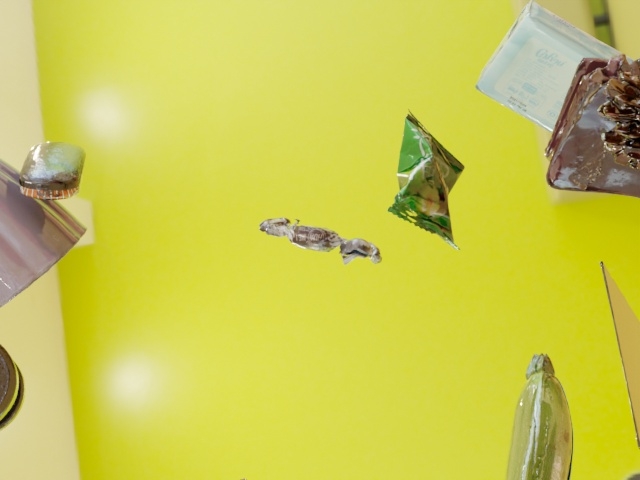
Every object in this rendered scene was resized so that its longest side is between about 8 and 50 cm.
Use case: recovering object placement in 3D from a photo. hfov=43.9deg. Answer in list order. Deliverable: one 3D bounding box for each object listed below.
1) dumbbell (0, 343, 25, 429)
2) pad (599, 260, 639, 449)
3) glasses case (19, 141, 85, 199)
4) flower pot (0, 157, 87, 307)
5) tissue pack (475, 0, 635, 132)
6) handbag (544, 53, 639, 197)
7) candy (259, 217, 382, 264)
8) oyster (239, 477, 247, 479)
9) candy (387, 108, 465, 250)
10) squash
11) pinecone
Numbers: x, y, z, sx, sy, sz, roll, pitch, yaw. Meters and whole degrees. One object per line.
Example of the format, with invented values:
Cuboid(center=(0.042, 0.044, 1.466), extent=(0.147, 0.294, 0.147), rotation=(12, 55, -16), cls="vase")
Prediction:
Cuboid(center=(-0.724, 0.304, 1.638), extent=(0.322, 0.204, 0.203), rotation=(138, 126, -68), cls="dumbbell")
Cuboid(center=(0.375, 0.165, 0.922), extent=(0.300, 0.005, 0.202), rotation=(36, -135, -52), cls="pad")
Cuboid(center=(-0.490, -0.131, 1.467), extent=(0.266, 0.103, 0.067), rotation=(-119, 31, -66), cls="glasses case")
Cuboid(center=(-0.630, -0.021, 1.519), extent=(0.243, 0.265, 0.265), rotation=(50, -162, -18), cls="flower pot")
Cuboid(center=(0.423, -0.273, 1.366), extent=(0.177, 0.263, 0.089), rotation=(-58, 2, 46), cls="tissue pack")
Cuboid(center=(0.410, -0.150, 1.035), extent=(0.216, 0.203, 0.074), rotation=(93, 179, -51), cls="handbag")
Cuboid(center=(0.000, -0.001, 1.405), extent=(0.094, 0.226, 0.051), rotation=(4, -78, -70), cls="candy")
Cuboid(center=(-0.093, 0.334, 0.940), extent=(0.093, 0.051, 0.034), rotation=(-63, 5, -16), cls="oyster")
Cuboid(center=(0.164, -0.091, 1.236), extent=(0.141, 0.078, 0.203), rotation=(48, -138, -37), cls="candy")
Cuboid(center=(0.305, 0.289, 1.101), extent=(0.341, 0.094, 0.094), rotation=(-65, -31, -48), cls="squash")
Cuboid(center=(0.365, -0.139, 0.841), extent=(0.121, 0.140, 0.140), rotation=(58, -159, -44), cls="pinecone")
